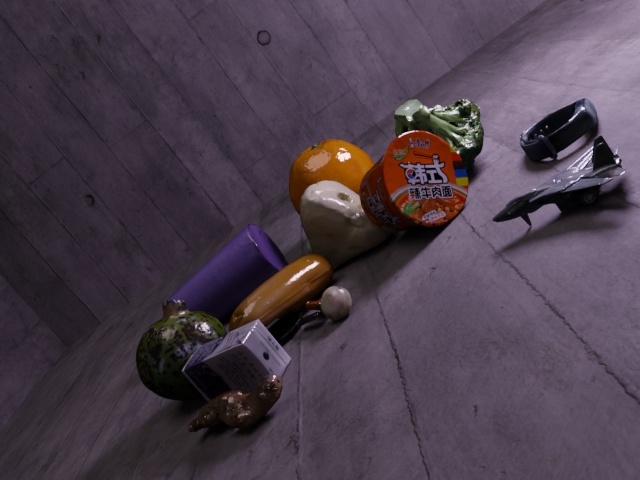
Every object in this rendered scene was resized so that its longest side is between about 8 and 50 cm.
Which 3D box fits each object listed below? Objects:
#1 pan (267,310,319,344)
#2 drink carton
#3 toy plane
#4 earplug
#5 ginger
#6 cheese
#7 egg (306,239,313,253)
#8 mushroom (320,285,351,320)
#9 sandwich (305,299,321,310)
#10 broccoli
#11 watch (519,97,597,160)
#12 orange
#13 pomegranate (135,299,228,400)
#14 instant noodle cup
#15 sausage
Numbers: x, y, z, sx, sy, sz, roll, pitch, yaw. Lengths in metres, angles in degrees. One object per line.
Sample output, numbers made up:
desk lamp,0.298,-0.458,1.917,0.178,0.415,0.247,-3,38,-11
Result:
pan,-0.070,0.222,1.693,0.235,0.028,0.136,-26,18,49
drink carton,-0.198,0.294,1.558,0.222,0.134,0.102,-27,16,33
toy plane,0.464,-0.090,1.294,0.267,0.088,0.212,-39,10,31
earplug,-0.336,0.161,2.219,0.455,0.215,0.215,-39,13,10
ginger,-0.178,0.364,1.434,0.290,0.084,0.122,-30,-7,42
cheese,0.066,-0.065,1.875,0.251,0.248,0.174,-18,24,37
egg,0.000,0.000,2.125,0.110,0.085,0.085,-47,16,-24
mushroom,0.040,0.151,1.580,0.083,0.067,0.084,-26,53,41
sandwich,0.001,0.164,1.662,0.069,0.026,0.101,-8,-2,-24
broccoli,0.333,-0.290,1.903,0.307,0.275,0.308,-23,43,24
watch,0.577,-0.266,1.611,0.193,0.068,0.206,-33,11,30
orange,0.043,-0.189,2.201,0.312,0.312,0.312,-35,14,10
pomegranate,-0.359,0.285,1.742,0.254,0.271,0.254,-8,-1,0
instant noodle cup,0.230,-0.136,1.724,0.250,0.250,0.192,-43,5,-24
sausage,-0.114,0.153,1.754,0.353,0.116,0.134,-34,19,-37
